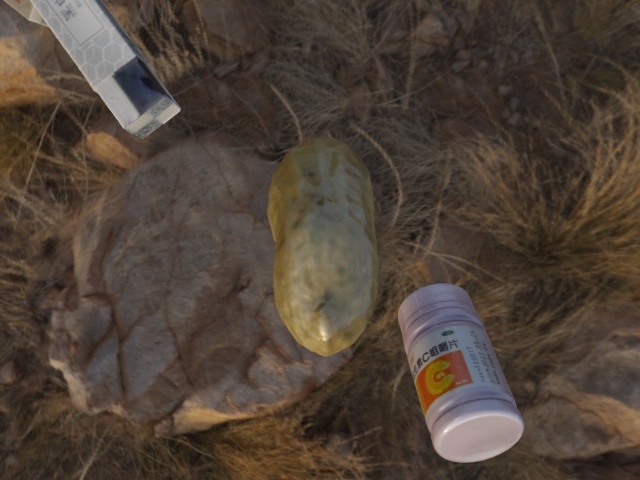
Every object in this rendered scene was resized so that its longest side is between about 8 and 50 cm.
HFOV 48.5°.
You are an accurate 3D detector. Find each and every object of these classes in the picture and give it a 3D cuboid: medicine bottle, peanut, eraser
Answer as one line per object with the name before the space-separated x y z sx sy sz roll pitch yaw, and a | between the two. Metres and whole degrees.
medicine bottle | 0.204 0.194 1.074 0.133 0.133 0.249 14 38 -21
peanut | 0.000 0.000 1.115 0.170 0.192 0.386 10 51 -14
eraser | -0.398 -0.362 1.210 0.096 0.098 0.403 -36 83 2

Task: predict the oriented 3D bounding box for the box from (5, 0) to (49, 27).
box | -0.574 -0.523 1.441 0.058 0.201 0.141 11 111 -43
